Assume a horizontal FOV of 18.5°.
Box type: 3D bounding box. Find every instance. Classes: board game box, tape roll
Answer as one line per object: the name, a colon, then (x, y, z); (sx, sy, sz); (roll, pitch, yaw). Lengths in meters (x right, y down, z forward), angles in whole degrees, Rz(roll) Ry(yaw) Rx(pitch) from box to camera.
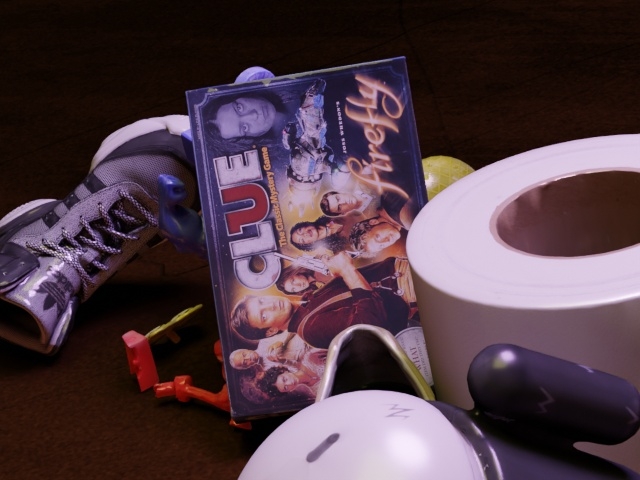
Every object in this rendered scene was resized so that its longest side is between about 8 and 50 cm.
board game box: (0.000, 0.000, 1.422); (0.165, 0.243, 0.042); (-9, -9, 1)
tape roll: (0.189, 0.054, 1.293); (0.246, 0.169, 0.246); (-11, 26, 5)

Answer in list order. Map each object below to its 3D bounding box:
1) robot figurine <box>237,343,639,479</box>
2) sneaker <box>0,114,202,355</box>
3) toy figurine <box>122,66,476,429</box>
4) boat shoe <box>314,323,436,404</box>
robot figurine: (0.080, 0.179, 1.004); (0.173, 0.278, 0.209); (-28, 50, 44)
sneaker: (-0.189, 0.007, 1.603); (0.268, 0.101, 0.153); (-30, 24, 32)
toy figurine: (0.002, -0.040, 1.522); (0.362, 0.217, 0.191); (-26, 28, -25)
boat shoe: (0.033, 0.158, 1.227); (0.113, 0.103, 0.302); (-13, 25, 0)
